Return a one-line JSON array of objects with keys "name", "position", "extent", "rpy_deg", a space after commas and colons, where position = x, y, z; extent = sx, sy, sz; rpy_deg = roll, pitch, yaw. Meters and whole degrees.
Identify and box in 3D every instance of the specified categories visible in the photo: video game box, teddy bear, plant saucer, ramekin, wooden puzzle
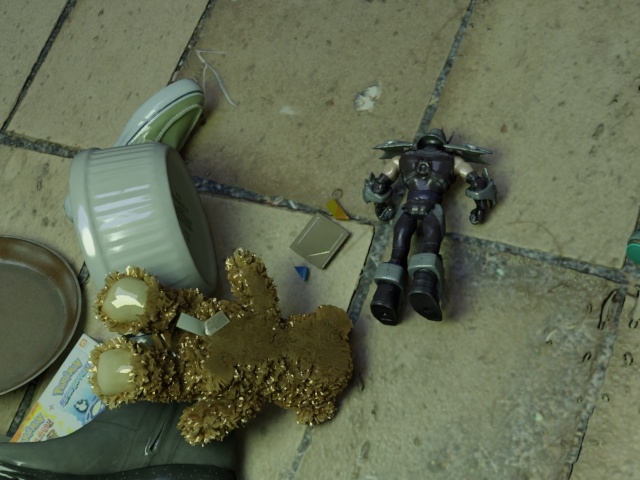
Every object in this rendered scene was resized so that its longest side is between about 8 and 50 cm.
[{"name": "video game box", "position": [-0.328, 0.263, 1.250], "extent": [0.187, 0.048, 0.205], "rpy_deg": [26, 78, 33]}, {"name": "teddy bear", "position": [-0.128, 0.137, 1.105], "extent": [0.338, 0.113, 0.245], "rpy_deg": [-8, 75, -27]}, {"name": "plant saucer", "position": [-0.522, 0.123, 1.337], "extent": [0.310, 0.050, 0.310], "rpy_deg": [1, 51, -1]}, {"name": "ramekin", "position": [-0.237, -0.013, 1.221], "extent": [0.127, 0.273, 0.273], "rpy_deg": [-16, 61, 4]}, {"name": "wooden puzzle", "position": [0.000, 0.000, 1.251], "extent": [0.116, 0.014, 0.078], "rpy_deg": [-46, 53, -3]}]

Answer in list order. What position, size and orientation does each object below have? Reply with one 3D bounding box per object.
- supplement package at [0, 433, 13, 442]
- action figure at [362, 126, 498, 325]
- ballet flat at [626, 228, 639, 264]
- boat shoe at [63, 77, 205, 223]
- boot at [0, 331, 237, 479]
[{"name": "supplement package", "position": [-0.503, 0.398, 1.209], "extent": [0.139, 0.134, 0.244], "rpy_deg": [-29, 58, 9]}, {"name": "action figure", "position": [0.134, -0.033, 1.164], "extent": [0.185, 0.099, 0.285], "rpy_deg": [-1, 62, 31]}, {"name": "ballet flat", "position": [0.453, 0.030, 1.013], "extent": [0.188, 0.070, 0.070], "rpy_deg": [35, 83, 29]}, {"name": "boat shoe", "position": [-0.279, -0.122, 1.390], "extent": [0.094, 0.109, 0.302], "rpy_deg": [44, 97, 17]}, {"name": "boot", "position": [-0.265, 0.225, 1.141], "extent": [0.338, 0.118, 0.223], "rpy_deg": [8, 64, -18]}]
